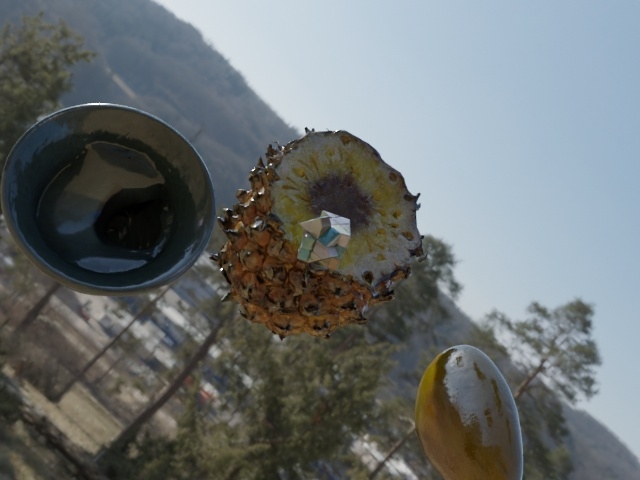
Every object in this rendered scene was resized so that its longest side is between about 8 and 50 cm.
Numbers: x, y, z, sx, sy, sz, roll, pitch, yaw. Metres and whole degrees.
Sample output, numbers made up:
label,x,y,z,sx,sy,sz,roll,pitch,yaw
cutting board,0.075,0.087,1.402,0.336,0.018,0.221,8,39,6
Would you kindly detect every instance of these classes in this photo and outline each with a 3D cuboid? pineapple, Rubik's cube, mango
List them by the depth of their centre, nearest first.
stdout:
label,x,y,z,sx,sy,sz,roll,pitch,yaw
mango,0.186,0.239,0.969,0.113,0.138,0.253,31,25,-21
Rubik's cube,0.001,-0.003,1.112,0.073,0.075,0.084,20,9,-5
pineapple,-0.018,0.001,1.339,0.352,0.352,0.300,44,-43,-3

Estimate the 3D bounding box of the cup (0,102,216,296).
label,x,y,z,sx,sy,sz,roll,pitch,yaw
cup,-0.221,-0.016,0.785,0.199,0.199,0.150,44,-32,-1
